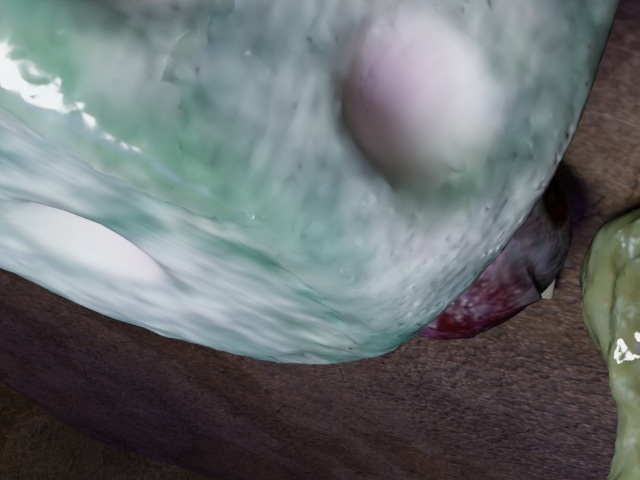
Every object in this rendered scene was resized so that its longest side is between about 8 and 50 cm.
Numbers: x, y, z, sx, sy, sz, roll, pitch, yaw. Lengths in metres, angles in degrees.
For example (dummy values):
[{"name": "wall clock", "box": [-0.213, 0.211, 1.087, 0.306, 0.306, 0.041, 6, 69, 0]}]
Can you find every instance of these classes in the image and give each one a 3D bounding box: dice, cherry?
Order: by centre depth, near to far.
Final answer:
[{"name": "dice", "box": [-0.063, -0.145, 0.585, 0.330, 0.348, 0.328, 28, 161, -23]}, {"name": "cherry", "box": [0.119, -0.012, 0.916, 0.195, 0.195, 0.195, 21, 157, 9]}]

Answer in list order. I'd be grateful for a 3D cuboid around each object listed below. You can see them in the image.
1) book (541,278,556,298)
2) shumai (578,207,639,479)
[{"name": "book", "box": [0.126, -0.004, 1.077, 0.232, 0.022, 0.162, 10, 153, 13]}, {"name": "shumai", "box": [0.357, 0.178, 0.901, 0.324, 0.323, 0.397, 5, 150, 36]}]
